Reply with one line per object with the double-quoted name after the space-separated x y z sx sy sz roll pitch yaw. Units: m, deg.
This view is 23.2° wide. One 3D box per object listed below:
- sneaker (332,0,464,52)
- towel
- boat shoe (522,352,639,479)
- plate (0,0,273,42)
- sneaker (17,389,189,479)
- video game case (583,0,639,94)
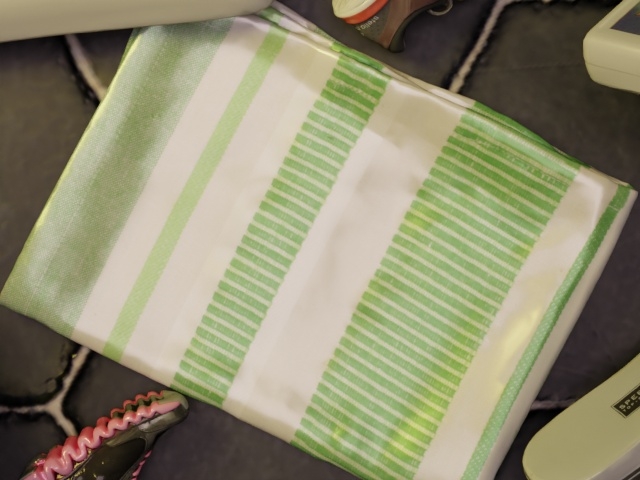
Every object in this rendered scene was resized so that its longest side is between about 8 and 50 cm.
0.076 -0.181 0.957 0.158 0.061 0.065 -47 117 1 "sneaker"
0.000 0.000 0.958 0.325 0.038 0.248 26 91 1 "towel"
0.224 0.102 0.944 0.219 0.078 0.070 -31 124 -3 "boat shoe"
-0.178 -0.259 0.940 0.278 0.045 0.277 -7 83 2 "plate"
-0.126 0.137 0.958 0.119 0.047 0.057 -32 96 8 "sneaker"
0.350 -0.148 0.795 0.329 0.300 0.036 -42 132 -27 "video game case"
